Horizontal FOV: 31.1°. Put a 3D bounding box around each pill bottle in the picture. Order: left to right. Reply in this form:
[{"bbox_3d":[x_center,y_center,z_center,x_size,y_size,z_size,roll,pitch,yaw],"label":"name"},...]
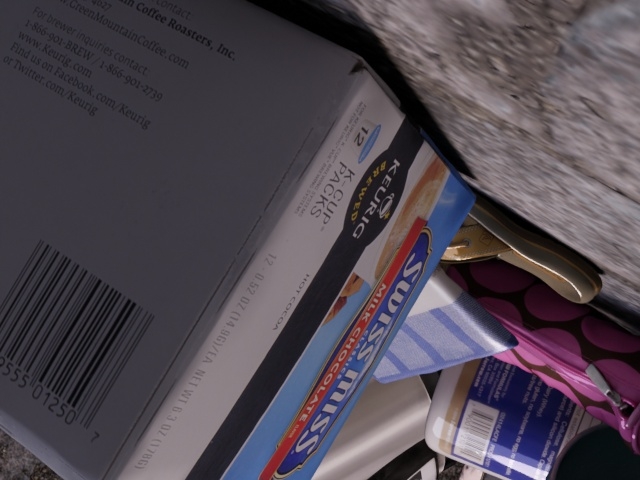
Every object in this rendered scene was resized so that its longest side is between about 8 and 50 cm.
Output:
[{"bbox_3d":[0.247,0.179,1.112,0.264,0.153,0.153,21,175,15],"label":"pill bottle"}]

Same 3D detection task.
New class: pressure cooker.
[{"bbox_3d":[0.028,0.207,1.660,0.370,0.420,0.376,38,151,59],"label":"pressure cooker"}]

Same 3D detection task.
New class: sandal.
[{"bbox_3d":[0.097,0.000,0.747,0.180,0.049,0.072,31,177,-1],"label":"sandal"}]

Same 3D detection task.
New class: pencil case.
[{"bbox_3d":[0.180,0.079,0.885,0.209,0.095,0.098,28,-153,37],"label":"pencil case"}]

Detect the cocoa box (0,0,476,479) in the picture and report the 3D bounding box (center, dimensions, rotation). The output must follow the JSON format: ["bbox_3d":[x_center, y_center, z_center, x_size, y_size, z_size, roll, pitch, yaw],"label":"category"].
[{"bbox_3d":[-0.129,-0.035,0.661,0.347,0.231,0.228,30,178,25],"label":"cocoa box"}]

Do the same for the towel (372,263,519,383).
[{"bbox_3d":[0.000,0.000,0.889,0.285,0.034,0.209,43,153,-10],"label":"towel"}]

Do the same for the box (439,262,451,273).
[{"bbox_3d":[0.062,0.004,1.029,0.324,0.067,0.063,31,177,11],"label":"box"}]

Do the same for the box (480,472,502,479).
[{"bbox_3d":[0.367,0.279,1.228,0.295,0.073,0.293,30,-153,35],"label":"box"}]

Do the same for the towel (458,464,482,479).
[{"bbox_3d":[0.365,0.320,1.540,0.317,0.053,0.332,30,137,12],"label":"towel"}]

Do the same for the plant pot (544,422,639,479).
[{"bbox_3d":[0.274,0.317,0.925,0.290,0.195,0.290,16,-146,-12],"label":"plant pot"}]
